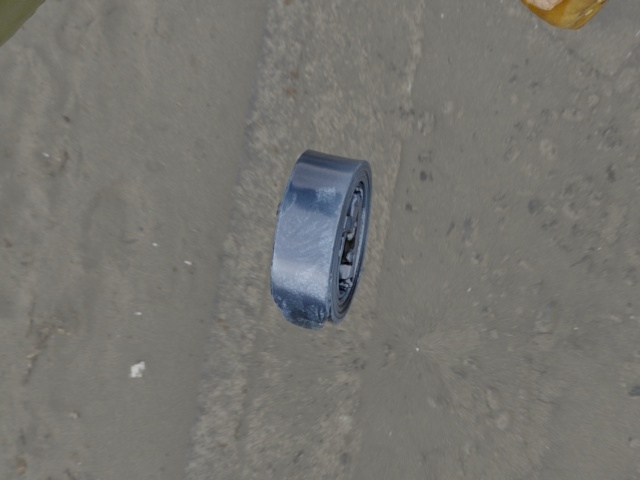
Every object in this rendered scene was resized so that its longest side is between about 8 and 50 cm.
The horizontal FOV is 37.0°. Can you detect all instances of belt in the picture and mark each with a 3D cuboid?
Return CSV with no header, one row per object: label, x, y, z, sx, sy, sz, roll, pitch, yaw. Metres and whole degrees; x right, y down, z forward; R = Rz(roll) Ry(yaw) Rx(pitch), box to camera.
belt,0.000,0.000,1.031,0.082,0.141,0.190,13,115,16

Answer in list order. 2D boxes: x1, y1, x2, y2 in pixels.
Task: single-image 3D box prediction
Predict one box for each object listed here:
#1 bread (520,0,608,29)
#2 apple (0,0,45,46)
bread,0.212,-0.332,0.908,0.099,0.210,0.235,-29,77,-32
apple,-0.347,-0.305,0.612,0.473,0.473,0.474,-1,83,6
